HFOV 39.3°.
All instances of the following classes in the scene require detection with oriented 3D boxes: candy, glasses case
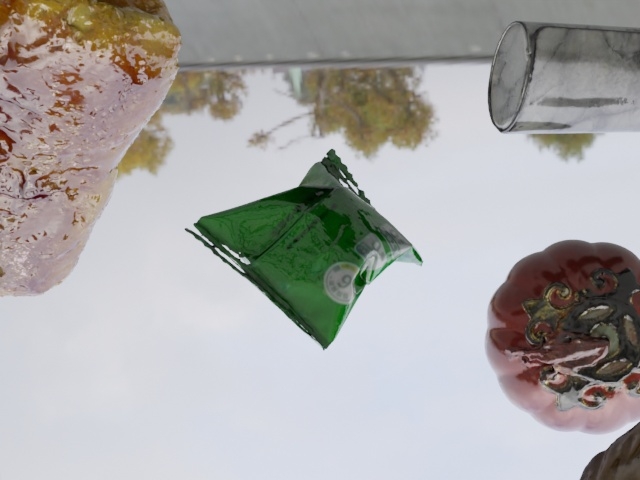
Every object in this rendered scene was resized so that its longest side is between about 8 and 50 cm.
[{"bbox_3d":[0.000,-0.004,0.753,0.141,0.078,0.203,32,-144,17],"label":"candy"},{"bbox_3d":[0.315,-0.168,0.942,0.299,0.114,0.060,-5,-154,-27],"label":"glasses case"}]

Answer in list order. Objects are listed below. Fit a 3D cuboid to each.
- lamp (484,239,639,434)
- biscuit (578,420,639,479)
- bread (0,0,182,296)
[{"bbox_3d":[0.302,0.110,1.022,0.227,0.226,0.227,-6,-165,2],"label":"lamp"},{"bbox_3d":[0.270,0.207,0.587,0.359,0.046,0.359,-44,-171,9],"label":"biscuit"},{"bbox_3d":[-0.274,-0.083,0.831,0.185,0.380,0.109,4,-132,-36],"label":"bread"}]
